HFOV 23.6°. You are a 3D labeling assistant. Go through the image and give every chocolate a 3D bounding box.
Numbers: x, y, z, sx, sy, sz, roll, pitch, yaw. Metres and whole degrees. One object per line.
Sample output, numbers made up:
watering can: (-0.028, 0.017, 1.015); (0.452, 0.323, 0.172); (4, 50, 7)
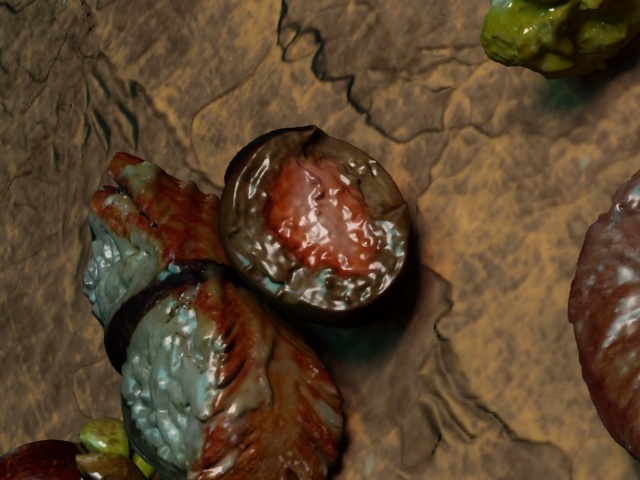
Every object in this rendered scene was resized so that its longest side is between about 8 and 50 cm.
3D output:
chocolate: (0.000, 0.000, 1.021); (0.124, 0.127, 0.133); (-28, 63, 17)

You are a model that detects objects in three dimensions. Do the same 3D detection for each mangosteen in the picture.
mangosteen: (-0.164, 0.207, 1.118); (0.156, 0.181, 0.145); (31, 140, 65)

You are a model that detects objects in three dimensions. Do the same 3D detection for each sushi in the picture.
sushi: (-0.087, 0.069, 1.085); (0.130, 0.124, 0.332); (-61, 39, 25)

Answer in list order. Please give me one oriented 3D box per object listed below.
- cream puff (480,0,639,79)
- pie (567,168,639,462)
cream puff: (0.154, -0.173, 0.943); (0.121, 0.156, 0.156); (-3, 64, 1)
pie: (0.224, 0.033, 0.817); (0.204, 0.054, 0.218); (-42, 47, 26)
